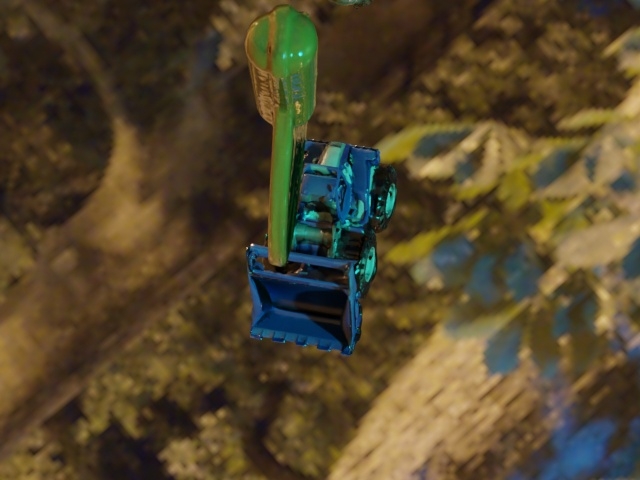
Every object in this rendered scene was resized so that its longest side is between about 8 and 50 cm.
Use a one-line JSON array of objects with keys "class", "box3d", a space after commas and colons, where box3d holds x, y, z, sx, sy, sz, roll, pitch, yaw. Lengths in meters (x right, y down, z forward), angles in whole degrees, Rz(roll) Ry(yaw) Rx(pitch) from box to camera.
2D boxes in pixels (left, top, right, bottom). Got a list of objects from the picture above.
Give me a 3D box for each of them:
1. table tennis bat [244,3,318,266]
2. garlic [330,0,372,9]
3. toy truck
[{"class": "table tennis bat", "box3d": [-0.028, -0.095, 1.365, 0.050, 0.198, 0.321, 5, -16, 1]}, {"class": "garlic", "box3d": [0.032, -0.232, 1.312, 0.066, 0.084, 0.152, 29, -47, -11]}, {"class": "toy truck", "box3d": [0.000, 0.000, 1.786, 0.113, 0.208, 0.126, 9, -21, 13]}]
